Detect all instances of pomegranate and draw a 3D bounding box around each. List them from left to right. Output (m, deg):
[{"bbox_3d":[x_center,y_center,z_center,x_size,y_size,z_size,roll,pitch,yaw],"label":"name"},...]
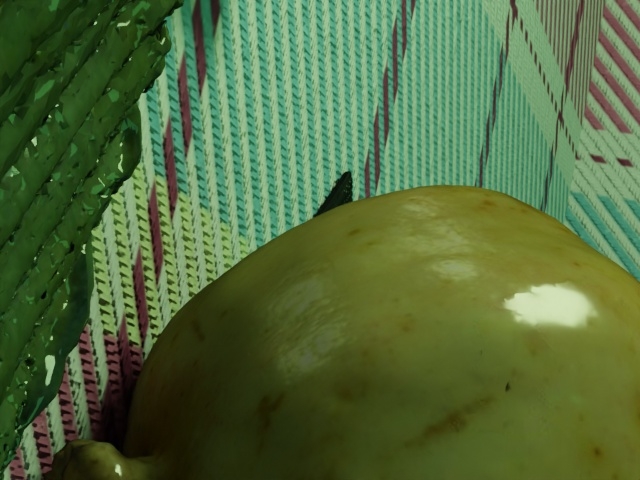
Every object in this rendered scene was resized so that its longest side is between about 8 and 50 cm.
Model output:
[{"bbox_3d":[0.034,0.172,0.962,0.411,0.411,0.411,9,90,-73],"label":"pomegranate"}]

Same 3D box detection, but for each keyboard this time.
[{"bbox_3d":[0.000,0.000,1.322,0.155,0.010,0.053,-57,152,-53],"label":"keyboard"}]

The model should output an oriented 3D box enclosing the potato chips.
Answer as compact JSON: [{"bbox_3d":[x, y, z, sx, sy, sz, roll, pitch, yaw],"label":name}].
[{"bbox_3d":[-0.139,0.009,0.690,0.358,0.070,0.429,105,8,-54],"label":"potato chips"}]
